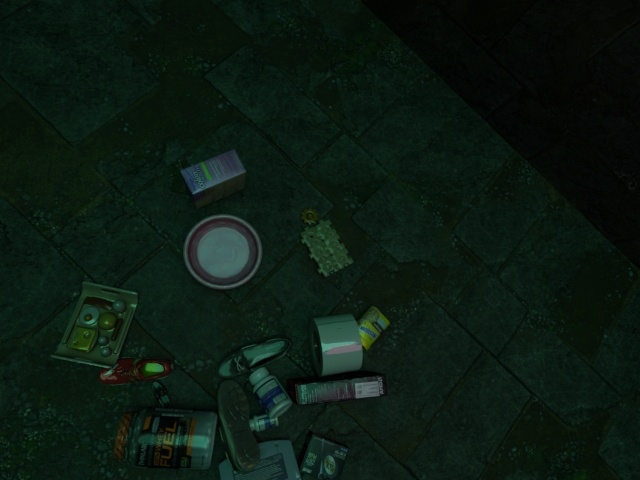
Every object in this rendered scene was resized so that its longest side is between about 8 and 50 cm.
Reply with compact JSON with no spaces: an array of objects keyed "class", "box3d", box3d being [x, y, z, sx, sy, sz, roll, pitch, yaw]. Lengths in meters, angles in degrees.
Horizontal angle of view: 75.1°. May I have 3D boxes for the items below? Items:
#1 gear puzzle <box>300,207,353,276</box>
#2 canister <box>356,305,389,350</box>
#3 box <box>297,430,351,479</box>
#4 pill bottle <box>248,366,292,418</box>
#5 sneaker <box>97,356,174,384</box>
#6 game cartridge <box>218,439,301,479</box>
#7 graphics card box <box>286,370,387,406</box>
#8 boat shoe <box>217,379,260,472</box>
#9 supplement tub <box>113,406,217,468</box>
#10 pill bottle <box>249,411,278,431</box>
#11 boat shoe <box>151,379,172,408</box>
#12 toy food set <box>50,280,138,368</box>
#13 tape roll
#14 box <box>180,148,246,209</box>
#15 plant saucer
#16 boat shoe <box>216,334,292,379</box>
[{"class":"gear puzzle","box3d":[0.000,0.000,1.953,0.176,0.044,0.338,-27,82,-16]},{"class":"canister","box3d":[0.218,0.397,1.890,0.126,0.073,0.170,47,70,0]},{"class":"box","box3d":[0.013,0.898,1.722,0.180,0.077,0.147,25,74,-6]},{"class":"pill bottle","box3d":[-0.209,0.618,1.698,0.112,0.112,0.186,-32,61,-18]},{"class":"sneaker","box3d":[-0.723,0.503,1.624,0.280,0.118,0.107,-5,78,-14]},{"class":"game cartridge","box3d":[-0.239,0.909,1.635,0.298,0.062,0.198,-12,50,-15]},{"class":"graphics card box","box3d":[0.062,0.606,1.721,0.372,0.233,0.094,-2,77,-14]},{"class":"boat shoe","box3d":[-0.351,0.733,1.637,0.133,0.130,0.355,10,46,-40]},{"class":"supplement tub","box3d":[-0.569,0.737,1.559,0.339,0.207,0.206,7,76,-11]},{"class":"pill bottle","box3d":[-0.238,0.743,1.706,0.120,0.067,0.066,-11,80,-15]},{"class":"boat shoe","box3d":[-0.633,0.617,1.660,0.049,0.042,0.132,-30,84,-16]},{"class":"toy food set","box3d":[-0.871,0.326,1.621,0.220,0.092,0.305,14,60,-9]},{"class":"tape roll","box3d":[0.059,0.437,1.754,0.169,0.246,0.245,-5,78,-14]},{"class":"box","box3d":[-0.462,-0.263,1.814,0.243,0.213,0.117,-28,85,-17]},{"class":"plant saucer","box3d":[-0.424,0.053,1.818,0.333,0.084,0.331,3,76,-13]},{"class":"boat shoe","box3d":[-0.276,0.482,1.743,0.336,0.095,0.112,-21,83,-17]}]
